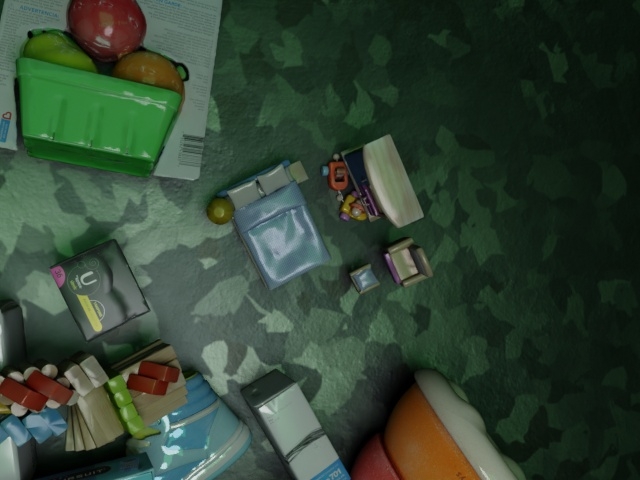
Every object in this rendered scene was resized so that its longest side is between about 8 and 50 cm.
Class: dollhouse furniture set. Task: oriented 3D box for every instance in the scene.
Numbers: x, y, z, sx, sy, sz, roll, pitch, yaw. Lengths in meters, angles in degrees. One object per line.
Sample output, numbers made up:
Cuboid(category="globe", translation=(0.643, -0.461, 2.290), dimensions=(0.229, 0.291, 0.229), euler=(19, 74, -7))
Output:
Cuboid(category="dollhouse furniture set", translation=(0.000, 0.000, 1.049), dimensions=(0.303, 0.198, 0.287), euler=(-25, 98, -4))

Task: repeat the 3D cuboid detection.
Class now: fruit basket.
Cuboid(category="fruit basket", translation=(-0.334, -0.284, 1.013), dimensions=(0.326, 0.165, 0.353), euler=(9, 71, -18))

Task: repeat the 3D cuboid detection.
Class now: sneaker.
Cuboid(category="sneaker", translation=(-0.287, 0.329, 1.010), dimensions=(0.319, 0.127, 0.208), euler=(-35, 102, -25))

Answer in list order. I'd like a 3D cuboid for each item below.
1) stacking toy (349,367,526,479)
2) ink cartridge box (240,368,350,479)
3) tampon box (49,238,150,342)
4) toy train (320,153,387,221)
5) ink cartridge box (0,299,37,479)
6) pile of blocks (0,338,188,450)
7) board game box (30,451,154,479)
Cuboid(category="stacking toy", translation=(0.111, 0.479, 1.087), dimensions=(0.479, 0.350, 0.351), euler=(-36, 100, 3))
Cuboid(category="ink cartridge box", translation=(-0.045, 0.325, 1.078), dimensions=(0.082, 0.139, 0.191), euler=(-29, 98, -16))
Cuboid(category="tampon box", translation=(-0.335, 0.072, 0.978), dimensions=(0.101, 0.161, 0.121), euler=(-27, 97, -17))
Cuboid(category="toy train", translation=(0.085, -0.097, 1.180), dimensions=(0.166, 0.046, 0.125), euler=(1, 89, -18))
Cuboid(category="ink cartridge box", translation=(-0.616, 0.243, 0.881), dimensions=(0.384, 0.160, 0.280), euler=(-6, 91, -19))
Cuboid(category="pile of blocks", translation=(-0.338, 0.216, 0.846), dimensions=(0.361, 0.112, 0.149), euler=(2, 85, -30))
Cuboid(category="board game box", translation=(-0.335, 0.487, 0.860), dimensions=(0.253, 0.079, 0.337), euler=(-8, 94, -23))
